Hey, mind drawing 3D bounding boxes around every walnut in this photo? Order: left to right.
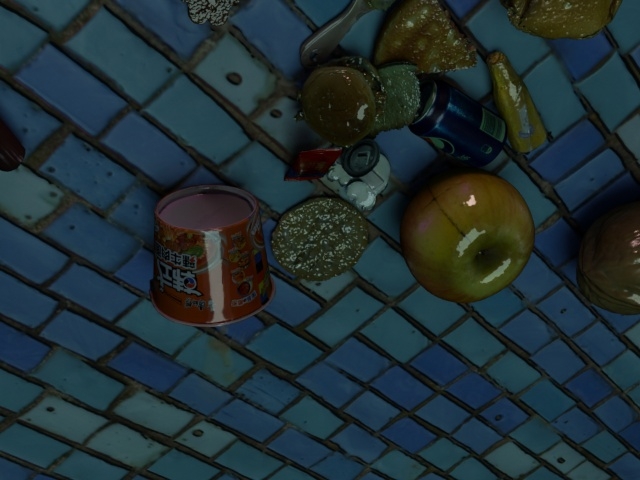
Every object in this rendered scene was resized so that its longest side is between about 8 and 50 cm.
[{"bbox_3d":[0.734,0.039,1.815,0.313,0.277,0.252,-16,91,-11],"label":"walnut"}]

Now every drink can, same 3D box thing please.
[{"bbox_3d":[0.261,-0.229,1.560,0.205,0.118,0.118,25,116,-30],"label":"drink can"}]

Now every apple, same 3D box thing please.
[{"bbox_3d":[0.298,-0.016,1.662,0.286,0.233,0.286,-8,124,-12],"label":"apple"}]

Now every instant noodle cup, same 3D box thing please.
[{"bbox_3d":[-0.213,0.018,1.541,0.250,0.250,0.192,-7,119,-12],"label":"instant noodle cup"}]

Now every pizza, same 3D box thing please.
[{"bbox_3d":[0.196,-0.360,1.470,0.193,0.053,0.201,23,132,-23],"label":"pizza"}]

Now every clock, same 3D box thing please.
[{"bbox_3d":[0.078,-0.162,1.559,0.085,0.017,0.085,-19,130,-24],"label":"clock"}]

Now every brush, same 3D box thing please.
[{"bbox_3d":[0.080,-0.409,1.403,0.313,0.067,0.072,-41,128,18],"label":"brush"}]

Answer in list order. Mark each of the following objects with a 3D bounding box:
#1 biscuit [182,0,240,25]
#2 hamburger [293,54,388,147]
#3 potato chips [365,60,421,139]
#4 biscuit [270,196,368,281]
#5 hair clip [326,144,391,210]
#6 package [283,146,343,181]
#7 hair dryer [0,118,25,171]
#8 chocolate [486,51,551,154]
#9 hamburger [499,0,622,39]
[{"bbox_3d":[-0.182,-0.442,1.320,0.124,0.026,0.175,2,126,-17],"label":"biscuit"},{"bbox_3d":[0.029,-0.248,1.451,0.185,0.131,0.159,-17,115,29],"label":"hamburger"},{"bbox_3d":[0.119,-0.254,1.507,0.142,0.026,0.209,32,133,11],"label":"potato chips"},{"bbox_3d":[0.000,-0.001,1.712,0.220,0.033,0.220,-8,127,-10],"label":"biscuit"},{"bbox_3d":[0.082,-0.137,1.622,0.116,0.049,0.172,-38,130,19],"label":"hair clip"},{"bbox_3d":[-0.016,-0.143,1.529,0.083,0.022,0.200,-2,170,-11],"label":"package"},{"bbox_3d":[-0.705,-0.204,1.320,0.340,0.123,0.312,-14,141,8],"label":"hair dryer"},{"bbox_3d":[0.380,-0.275,1.591,0.085,0.085,0.219,-31,125,8],"label":"chocolate"},{"bbox_3d":[0.427,-0.470,1.399,0.244,0.163,0.244,-5,133,-5],"label":"hamburger"}]
